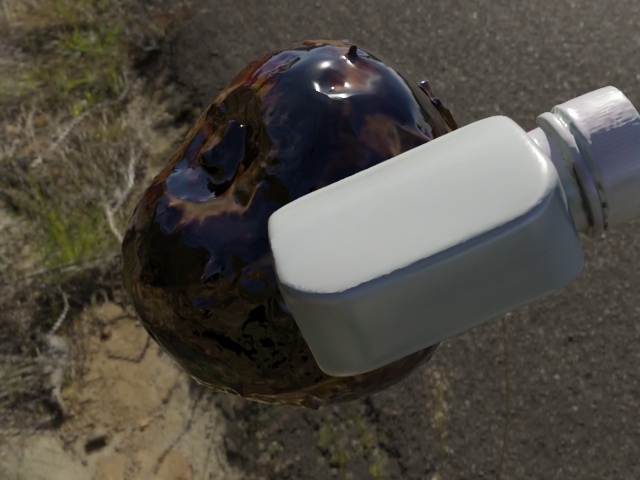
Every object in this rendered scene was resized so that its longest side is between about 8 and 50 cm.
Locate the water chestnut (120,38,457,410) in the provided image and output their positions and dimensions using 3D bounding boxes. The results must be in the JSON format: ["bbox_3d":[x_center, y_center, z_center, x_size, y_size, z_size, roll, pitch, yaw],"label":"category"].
[{"bbox_3d":[0.000,0.000,0.737,0.300,0.300,0.300,-2,39,2],"label":"water chestnut"}]

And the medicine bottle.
[{"bbox_3d":[0.069,-0.010,0.452,0.183,0.069,0.119,-25,25,4],"label":"medicine bottle"}]
